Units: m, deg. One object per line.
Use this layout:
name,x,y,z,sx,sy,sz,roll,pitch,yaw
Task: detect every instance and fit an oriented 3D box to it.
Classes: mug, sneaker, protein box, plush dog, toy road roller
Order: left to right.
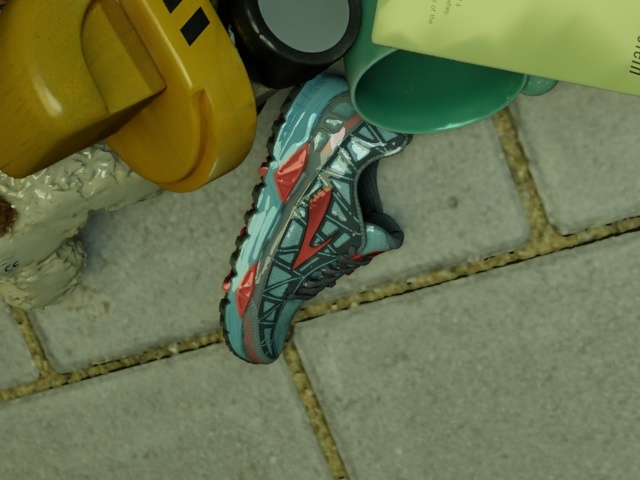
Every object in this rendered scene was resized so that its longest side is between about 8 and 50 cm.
plush dog,-0.266,-0.092,1.055,0.262,0.211,0.225,-44,66,25
toy road roller,-0.153,-0.187,0.898,0.329,0.241,0.202,60,149,-3
sneaker,0.000,0.000,1.033,0.125,0.104,0.261,21,115,7
mug,0.087,-0.148,0.944,0.129,0.158,0.097,-24,60,29
protein box,0.154,-0.204,0.753,0.201,0.136,0.199,13,113,9
